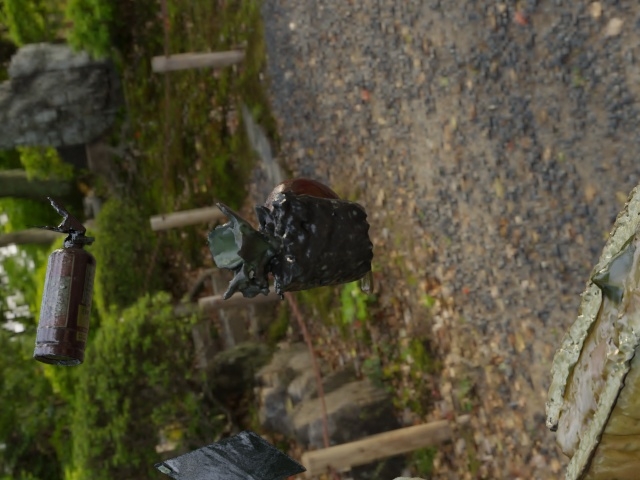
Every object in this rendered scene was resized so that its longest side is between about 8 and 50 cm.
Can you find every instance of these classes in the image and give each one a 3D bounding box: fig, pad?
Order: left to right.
[{"bbox_3d":[-0.124,0.309,1.224,0.116,0.193,0.004,42,-142,-30],"label":"pad"},{"bbox_3d":[-0.002,-0.007,1.491,0.175,0.207,0.175,-164,90,-84],"label":"fig"}]

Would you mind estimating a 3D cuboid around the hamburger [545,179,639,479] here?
[{"bbox_3d":[0.260,0.067,0.683,0.124,0.130,0.262,-92,9,-55],"label":"hamburger"}]

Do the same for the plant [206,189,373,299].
[{"bbox_3d":[-0.039,0.008,1.156,0.131,0.203,0.143,164,108,-70],"label":"plant"}]

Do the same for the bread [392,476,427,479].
[{"bbox_3d":[0.203,0.529,1.327,0.329,0.245,0.424,19,144,37],"label":"bread"}]

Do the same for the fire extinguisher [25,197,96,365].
[{"bbox_3d":[-0.395,0.057,1.368,0.075,0.106,0.252,-14,66,39],"label":"fire extinguisher"}]
